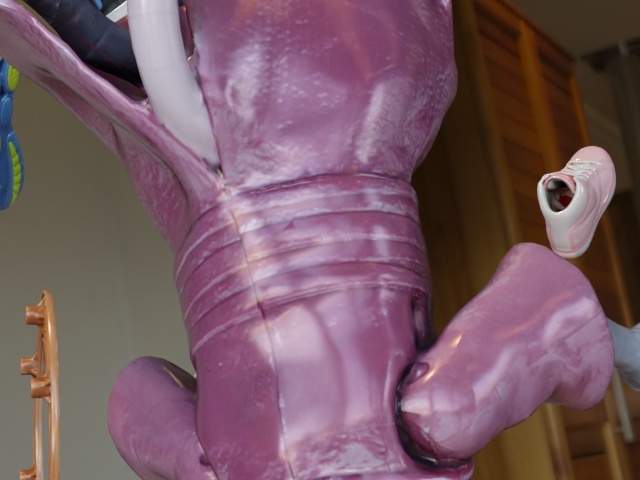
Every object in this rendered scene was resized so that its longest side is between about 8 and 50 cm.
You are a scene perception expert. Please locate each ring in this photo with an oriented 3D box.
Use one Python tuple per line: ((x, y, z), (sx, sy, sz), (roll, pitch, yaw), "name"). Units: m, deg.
((-0.324, 0.225, 1.348), (0.032, 0.336, 0.336), (1, -15, -16), "ring")

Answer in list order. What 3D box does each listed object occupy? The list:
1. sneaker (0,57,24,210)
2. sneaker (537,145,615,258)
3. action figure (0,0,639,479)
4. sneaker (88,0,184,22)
((-0.257, -0.102, 0.845), (0.078, 0.188, 0.067), (23, 38, 18), "sneaker")
((0.243, -0.054, 1.122), (0.051, 0.134, 0.070), (2, -40, 32), "sneaker")
((0.000, 0.000, 0.459), (0.248, 0.370, 0.276), (-23, -22, 16), "action figure")
((-0.113, -0.247, 0.941), (0.217, 0.121, 0.079), (-49, 13, -8), "sneaker")
